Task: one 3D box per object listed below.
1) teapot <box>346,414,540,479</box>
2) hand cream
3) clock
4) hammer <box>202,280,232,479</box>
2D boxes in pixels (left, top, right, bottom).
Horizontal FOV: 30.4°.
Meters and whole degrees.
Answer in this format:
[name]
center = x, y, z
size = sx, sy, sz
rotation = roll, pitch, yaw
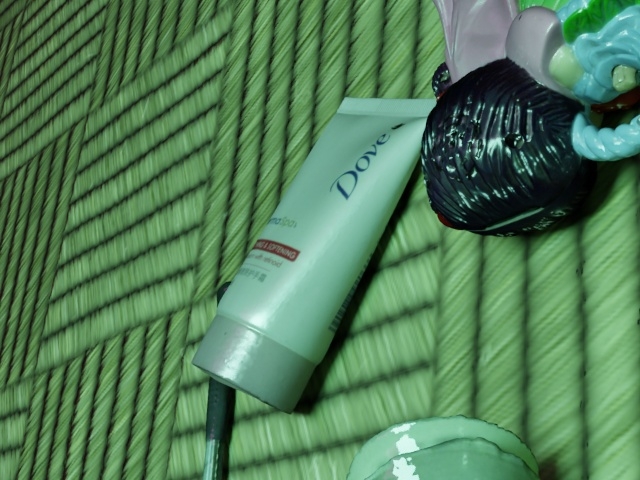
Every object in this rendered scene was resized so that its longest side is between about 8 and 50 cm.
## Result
[teapot]
center = 0.070, 0.207, 0.541
size = 0.183, 0.183, 0.251
rotation = -47, 25, 30
[hand cream]
center = 0.000, 0.000, 0.853
size = 0.133, 0.083, 0.248
rotation = 10, 71, 56
[clock]
center = 0.135, -0.109, 0.682
size = 0.194, 0.100, 0.196
rotation = -23, 55, 47
[hammer]
center = -0.085, 0.146, 0.932
size = 0.103, 0.029, 0.246
rotation = -34, 44, 42
